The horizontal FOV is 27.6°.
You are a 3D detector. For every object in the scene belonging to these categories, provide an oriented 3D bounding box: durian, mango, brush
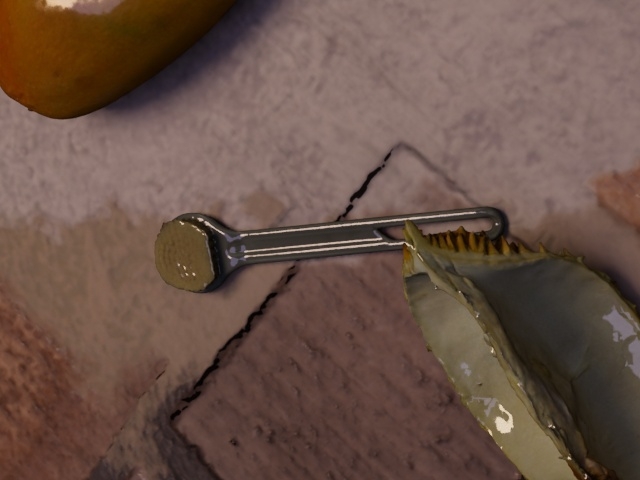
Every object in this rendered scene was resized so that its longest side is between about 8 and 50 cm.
[{"bbox_3d":[0.134,0.086,0.849,0.144,0.139,0.252,-26,91,27],"label":"durian"},{"bbox_3d":[-0.136,-0.187,0.905,0.253,0.113,0.138,-34,88,21],"label":"mango"},{"bbox_3d":[0.000,0.000,0.939,0.266,0.027,0.062,-6,99,21],"label":"brush"}]
